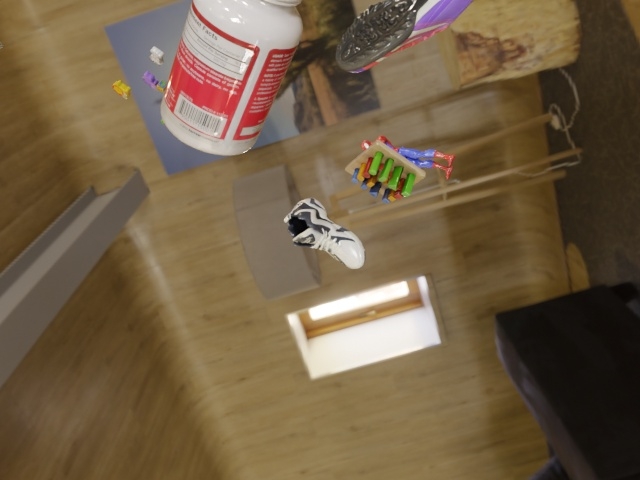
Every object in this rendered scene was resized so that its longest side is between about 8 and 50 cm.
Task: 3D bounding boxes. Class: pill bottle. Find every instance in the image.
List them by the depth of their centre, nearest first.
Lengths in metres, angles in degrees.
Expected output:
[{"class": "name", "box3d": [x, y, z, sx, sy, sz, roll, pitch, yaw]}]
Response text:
[{"class": "pill bottle", "box3d": [-0.177, -0.399, 1.293, 0.407, 0.229, 0.229, -59, 29, 37]}]

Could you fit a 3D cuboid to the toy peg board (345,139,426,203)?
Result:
[{"class": "toy peg board", "box3d": [0.160, -0.158, 1.618, 0.161, 0.161, 0.079, -35, 28, 54]}]

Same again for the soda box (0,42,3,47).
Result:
[{"class": "soda box", "box3d": [-0.473, -0.249, 0.717, 0.098, 0.091, 0.286, 52, 178, -19]}]

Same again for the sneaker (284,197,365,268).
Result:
[{"class": "sneaker", "box3d": [0.000, 0.000, 1.577, 0.235, 0.094, 0.153, 51, -143, 5]}]

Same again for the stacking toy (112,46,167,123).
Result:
[{"class": "stacking toy", "box3d": [-0.436, -0.417, 1.713, 0.221, 0.167, 0.052, 36, 155, -3]}]

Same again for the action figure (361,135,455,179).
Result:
[{"class": "action figure", "box3d": [0.240, -0.228, 1.823, 0.139, 0.281, 0.091, -59, -20, -31]}]

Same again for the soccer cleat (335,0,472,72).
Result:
[{"class": "soccer cleat", "box3d": [0.170, -0.392, 1.096, 0.108, 0.318, 0.116, 52, -176, 34]}]
